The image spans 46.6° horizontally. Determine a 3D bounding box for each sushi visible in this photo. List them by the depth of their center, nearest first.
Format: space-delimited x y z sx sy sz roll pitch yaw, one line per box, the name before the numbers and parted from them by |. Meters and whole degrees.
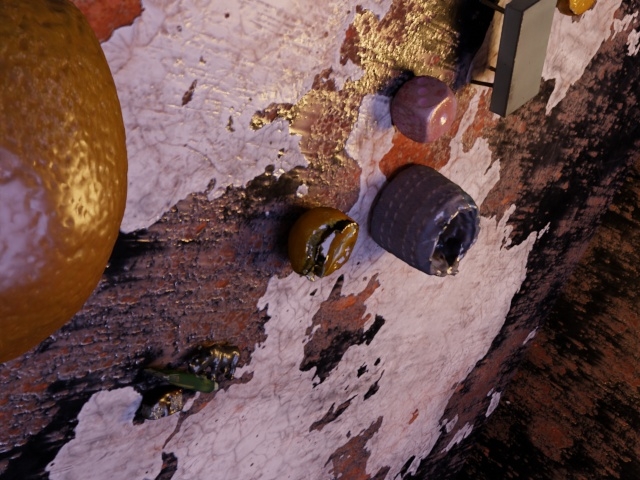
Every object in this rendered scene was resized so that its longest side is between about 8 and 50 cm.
sushi | -0.277 0.280 1.304 0.083 0.044 0.046 -12 107 -51

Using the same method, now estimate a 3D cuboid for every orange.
orange | -0.327 -0.065 0.643 0.322 0.322 0.357 15 97 -58
orange | 0.000 0.000 1.341 0.160 0.112 0.170 -37 170 -47

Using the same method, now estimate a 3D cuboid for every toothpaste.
toothpaste | -0.237 0.247 1.317 0.204 0.049 0.031 37 68 -62

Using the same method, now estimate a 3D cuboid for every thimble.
thimble | 0.226 -0.032 1.564 0.205 0.172 0.236 -44 149 -13

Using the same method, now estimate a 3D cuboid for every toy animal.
toy animal | -0.194 0.217 1.342 0.136 0.047 0.065 11 105 -55

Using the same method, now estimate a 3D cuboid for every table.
table | 0.376 -0.389 1.486 0.121 0.111 0.240 -36 144 -28

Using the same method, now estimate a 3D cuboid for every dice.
dice | 0.193 -0.245 1.390 0.093 0.091 0.094 -42 146 -20

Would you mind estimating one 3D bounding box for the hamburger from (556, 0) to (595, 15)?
hamburger | 0.502 -0.546 1.505 0.191 0.118 0.182 -58 146 -2
